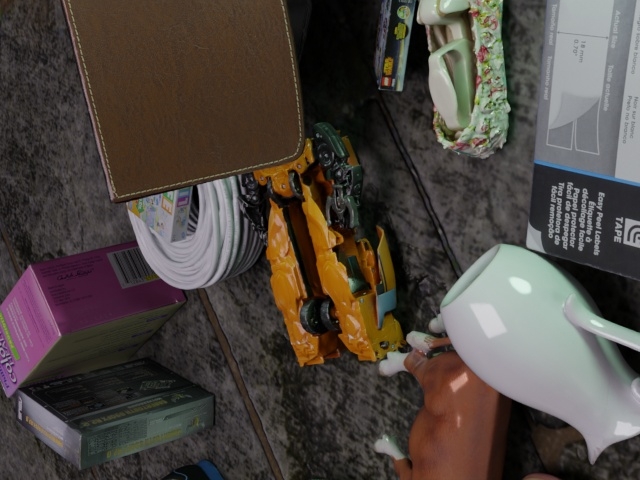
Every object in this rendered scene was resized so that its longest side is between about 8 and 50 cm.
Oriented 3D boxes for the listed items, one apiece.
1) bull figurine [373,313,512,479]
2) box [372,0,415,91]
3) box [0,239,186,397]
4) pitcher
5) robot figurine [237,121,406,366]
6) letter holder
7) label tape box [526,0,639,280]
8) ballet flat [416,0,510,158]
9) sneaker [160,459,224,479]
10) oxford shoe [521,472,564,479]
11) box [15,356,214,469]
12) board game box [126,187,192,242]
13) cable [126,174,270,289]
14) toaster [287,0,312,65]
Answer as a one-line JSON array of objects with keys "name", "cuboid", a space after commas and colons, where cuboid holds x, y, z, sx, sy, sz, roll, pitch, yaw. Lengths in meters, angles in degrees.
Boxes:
[{"name": "bull figurine", "cuboid": [0.132, 0.231, 1.072, 0.188, 0.101, 0.310, 40, 125, 57]}, {"name": "box", "cuboid": [0.078, -0.233, 1.043, 0.094, 0.027, 0.137, -92, 8, -67]}, {"name": "box", "cuboid": [-0.361, 0.115, 1.528, 0.243, 0.213, 0.117, -43, 69, 46]}, {"name": "pitcher", "cuboid": [0.222, 0.091, 0.898, 0.207, 0.125, 0.178, 42, 145, 0]}, {"name": "robot figurine", "cuboid": [0.000, 0.000, 1.193, 0.211, 0.085, 0.291, -11, 93, 49]}, {"name": "letter holder", "cuboid": [-0.146, -0.213, 1.041, 0.152, 0.214, 0.302, -145, 42, -77]}, {"name": "label tape box", "cuboid": [0.333, -0.078, 0.786, 0.334, 0.106, 0.240, 19, 115, 44]}, {"name": "ballet flat", "cuboid": [0.135, -0.198, 0.992, 0.091, 0.077, 0.241, -8, 94, 49]}, {"name": "sneaker", "cuboid": [-0.149, 0.417, 1.471, 0.232, 0.090, 0.081, 37, 125, 35]}, {"name": "oxford shoe", "cuboid": [0.229, 0.437, 1.014, 0.140, 0.146, 0.397, -2, 98, 51]}, {"name": "box", "cuboid": [-0.301, 0.248, 1.486, 0.183, 0.231, 0.056, 20, 112, 42]}, {"name": "board game box", "cuboid": [-0.205, -0.088, 1.302, 0.103, 0.026, 0.154, 34, 125, 37]}, {"name": "cable", "cuboid": [-0.172, -0.064, 1.364, 0.257, 0.089, 0.257, -38, 73, 47]}, {"name": "toaster", "cuboid": [-0.105, -0.237, 1.194, 0.129, 0.146, 0.227, 39, 127, 35]}]
